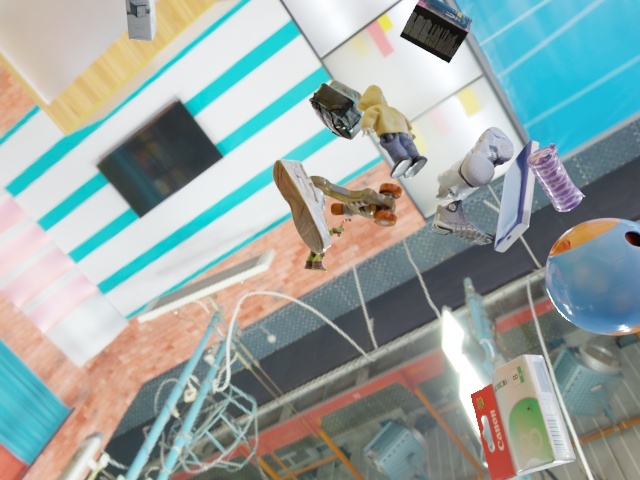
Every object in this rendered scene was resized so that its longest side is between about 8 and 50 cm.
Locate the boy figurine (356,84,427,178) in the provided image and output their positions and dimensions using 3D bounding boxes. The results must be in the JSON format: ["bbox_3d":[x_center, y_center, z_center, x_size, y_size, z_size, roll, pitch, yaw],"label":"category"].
[{"bbox_3d":[0.173,-0.304,1.390,0.177,0.285,0.092,-10,151,-34],"label":"boy figurine"}]

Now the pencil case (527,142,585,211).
[{"bbox_3d":[0.673,-0.179,1.473,0.088,0.206,0.086,-39,-156,3],"label":"pencil case"}]

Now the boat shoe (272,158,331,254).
[{"bbox_3d":[-0.027,-0.098,1.323,0.096,0.277,0.098,-14,160,-32],"label":"boat shoe"}]

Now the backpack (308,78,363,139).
[{"bbox_3d":[0.070,-0.429,1.709,0.166,0.188,0.144,35,-101,30],"label":"backpack"}]

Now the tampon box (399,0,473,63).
[{"bbox_3d":[0.321,-0.590,1.423,0.101,0.161,0.120,-60,-178,44],"label":"tampon box"}]

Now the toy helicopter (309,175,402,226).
[{"bbox_3d":[0.103,-0.151,1.853,0.235,0.355,0.140,-21,-128,62],"label":"toy helicopter"}]

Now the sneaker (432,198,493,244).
[{"bbox_3d":[0.489,-0.072,1.735,0.086,0.228,0.132,146,-44,-65],"label":"sneaker"}]

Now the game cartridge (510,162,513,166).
[{"bbox_3d":[0.736,-0.271,1.861,0.056,0.017,0.083,-44,-133,-13],"label":"game cartridge"}]

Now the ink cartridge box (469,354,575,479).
[{"bbox_3d":[0.346,0.336,0.953,0.225,0.056,0.181,127,-35,-48],"label":"ink cartridge box"}]

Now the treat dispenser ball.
[{"bbox_3d":[0.708,0.087,1.264,0.288,0.288,0.288,-33,-163,12],"label":"treat dispenser ball"}]

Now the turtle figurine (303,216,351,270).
[{"bbox_3d":[0.000,0.000,1.878,0.269,0.087,0.217,-1,-101,48],"label":"turtle figurine"}]

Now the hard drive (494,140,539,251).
[{"bbox_3d":[0.654,-0.145,1.716,0.210,0.040,0.319,98,9,-65],"label":"hard drive"}]

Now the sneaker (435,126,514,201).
[{"bbox_3d":[0.539,-0.264,1.828,0.366,0.137,0.210,-44,-176,-40],"label":"sneaker"}]

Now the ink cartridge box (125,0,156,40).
[{"bbox_3d":[-0.599,-0.782,1.714,0.082,0.191,0.140,-1,-145,-10],"label":"ink cartridge box"}]
